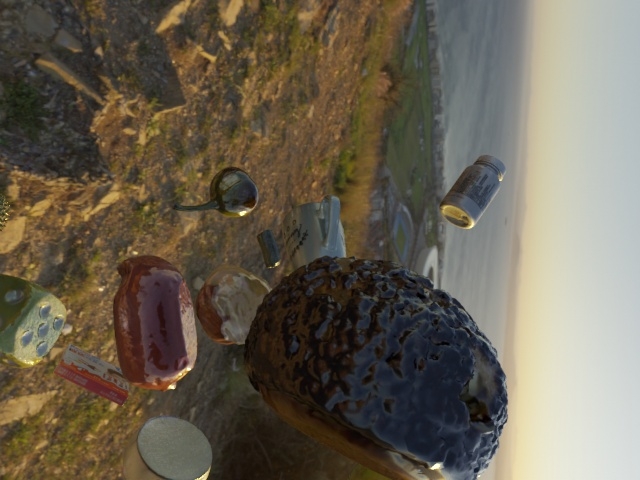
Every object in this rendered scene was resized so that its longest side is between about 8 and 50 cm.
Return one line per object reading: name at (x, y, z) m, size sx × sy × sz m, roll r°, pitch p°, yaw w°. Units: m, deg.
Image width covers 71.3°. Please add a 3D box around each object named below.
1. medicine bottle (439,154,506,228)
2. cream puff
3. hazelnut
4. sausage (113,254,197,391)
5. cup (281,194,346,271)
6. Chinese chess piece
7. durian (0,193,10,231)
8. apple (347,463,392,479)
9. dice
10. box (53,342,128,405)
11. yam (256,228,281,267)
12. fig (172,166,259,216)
medicine bottle at (0.302, -0.098, 0.879) m, size 0.140 × 0.079 × 0.079 m, roll -52°, pitch 144°, yaw -16°
cream puff at (0.049, 0.112, 0.409) m, size 0.164 × 0.239 × 0.239 m, roll -59°, pitch 145°, yaw -24°
hazelnut at (-0.258, 0.208, 1.374) m, size 0.241 × 0.261 × 0.261 m, roll 61°, pitch -3°, yaw 45°
sausage at (-0.305, 0.154, 0.820) m, size 0.148 × 0.148 × 0.254 m, roll -10°, pitch 96°, yaw -65°
cup at (0.000, 0.000, 1.292) m, size 0.234 × 0.186 × 0.258 m, roll -103°, pitch -150°, yaw -50°
Chinese chess piece at (-0.215, 0.309, 0.632) m, size 0.051 × 0.122 × 0.122 m, roll -58°, pitch 158°, yaw 12°
durian at (-1.068, -0.069, 1.441) m, size 0.208 × 0.146 × 0.102 m, roll -70°, pitch 163°, yaw 5°
apple at (0.149, 0.480, 0.757) m, size 0.246 × 0.246 × 0.226 m, roll 33°, pitch 54°, yaw -62°
dice at (-1.009, 0.261, 1.447) m, size 0.226 × 0.238 × 0.233 m, roll 92°, pitch 12°, yaw -55°
box at (-0.870, 0.511, 1.717) m, size 0.273 × 0.265 × 0.048 m, roll 36°, pitch 79°, yaw -21°
yam at (-0.125, 0.020, 1.081) m, size 0.043 × 0.043 × 0.094 m, roll -33°, pitch 107°, yaw -60°
fig at (-0.292, -0.118, 1.258) m, size 0.245 × 0.149 × 0.149 m, roll -28°, pitch 120°, yaw -38°
